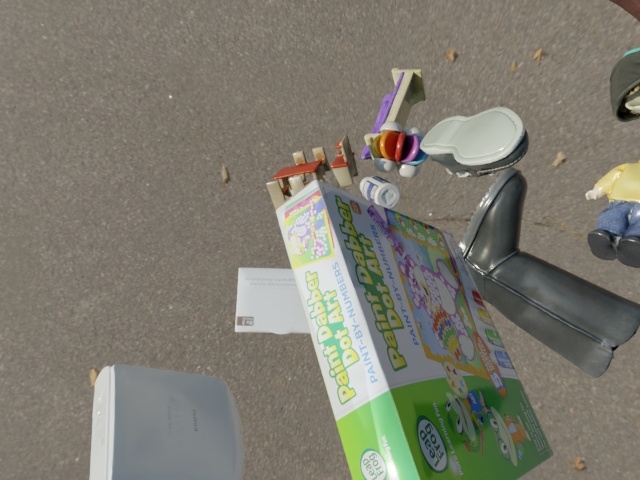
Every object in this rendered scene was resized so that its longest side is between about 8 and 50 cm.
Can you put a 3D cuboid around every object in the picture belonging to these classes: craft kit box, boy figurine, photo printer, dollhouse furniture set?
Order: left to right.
[{"bbox_3d":[-0.295,0.392,0.949,0.107,0.307,0.256,-45,43,26],"label":"photo printer"},{"bbox_3d":[-0.023,-0.230,1.461,0.259,0.262,0.135,-8,118,23],"label":"dollhouse furniture set"},{"bbox_3d":[0.091,0.088,0.411,0.061,0.246,0.250,-36,60,33],"label":"craft kit box"},{"bbox_3d":[0.623,-0.089,0.911,0.177,0.092,0.285,17,62,45],"label":"boy figurine"}]

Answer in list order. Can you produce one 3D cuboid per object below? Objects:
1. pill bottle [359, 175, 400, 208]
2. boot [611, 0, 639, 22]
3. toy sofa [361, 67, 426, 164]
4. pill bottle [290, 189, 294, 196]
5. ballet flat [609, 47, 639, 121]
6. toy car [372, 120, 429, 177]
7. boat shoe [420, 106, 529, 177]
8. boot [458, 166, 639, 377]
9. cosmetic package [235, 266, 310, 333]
[{"bbox_3d":[0.144,-0.124,1.169,0.067,0.120,0.067,-7,111,-17],"label":"pill bottle"},{"bbox_3d":[0.593,-0.453,0.886,0.207,0.090,0.248,8,96,-1],"label":"boot"},{"bbox_3d":[0.261,-0.464,1.742,0.177,0.150,0.362,9,63,27],"label":"toy sofa"},{"bbox_3d":[-0.039,-0.092,1.577,0.108,0.108,0.180,-26,124,10],"label":"pill bottle"},{"bbox_3d":[0.417,-0.175,0.477,0.095,0.280,0.096,19,90,-8],"label":"ballet flat"},{"bbox_3d":[0.259,-0.286,1.449,0.182,0.136,0.159,11,89,-14],"label":"toy car"},{"bbox_3d":[0.278,-0.162,0.816,0.091,0.302,0.114,38,99,-16],"label":"boat shoe"},{"bbox_3d":[0.580,0.073,1.169,0.445,0.146,0.367,37,126,29],"label":"boot"},{"bbox_3d":[-0.097,0.162,1.228,0.217,0.385,0.156,2,80,-5],"label":"cosmetic package"}]
